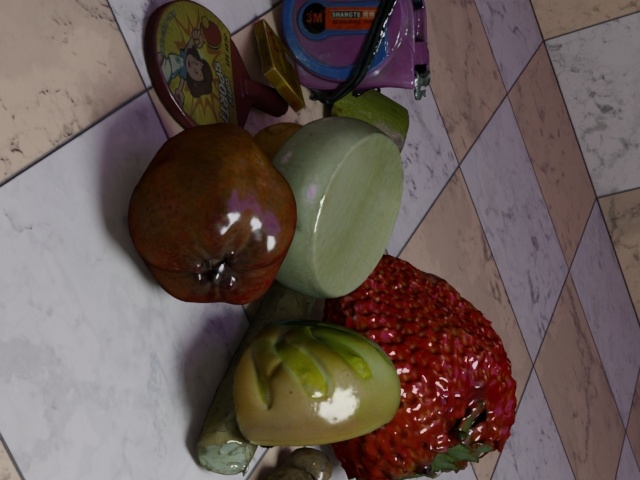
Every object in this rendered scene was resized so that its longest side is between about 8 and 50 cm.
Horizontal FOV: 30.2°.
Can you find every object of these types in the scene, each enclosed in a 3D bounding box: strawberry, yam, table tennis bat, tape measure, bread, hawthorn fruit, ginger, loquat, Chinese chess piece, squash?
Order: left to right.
[{"bbox_3d":[-0.135,-0.044,1.458,0.208,0.208,0.248,52,17,-39],"label":"hawthorn fruit"},{"bbox_3d":[-0.146,-0.229,1.680,0.310,0.038,0.200,14,66,-56],"label":"table tennis bat"},{"bbox_3d":[-0.077,0.158,1.579,0.083,0.083,0.371,61,29,-27],"label":"yam"},{"bbox_3d":[-0.041,0.336,1.552,0.104,0.080,0.204,50,28,5],"label":"ginger"},{"bbox_3d":[-0.043,-0.104,1.716,0.137,0.137,0.113,61,38,-27],"label":"loquat"},{"bbox_3d":[0.015,-0.045,1.615,0.250,0.101,0.250,-37,137,-44],"label":"Chinese chess piece"},{"bbox_3d":[0.014,0.175,1.489,0.261,0.156,0.158,-5,90,-67],"label":"bread"},{"bbox_3d":[0.057,-0.342,1.912,0.149,0.232,0.245,-26,117,-65],"label":"tape measure"},{"bbox_3d":[0.095,-0.184,2.026,0.184,0.085,0.191,39,57,-47],"label":"squash"},{"bbox_3d":[0.125,0.183,1.764,0.312,0.267,0.351,-9,67,-34],"label":"strawberry"}]

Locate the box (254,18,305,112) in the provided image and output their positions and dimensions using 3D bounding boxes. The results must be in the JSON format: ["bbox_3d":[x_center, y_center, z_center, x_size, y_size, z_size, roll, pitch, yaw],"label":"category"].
[{"bbox_3d":[-0.063,-0.268,1.809,0.089,0.022,0.156,50,17,-38],"label":"box"}]

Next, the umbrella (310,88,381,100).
[{"bbox_3d":[0.055,-0.253,2.070,0.044,0.044,0.269,49,28,8],"label":"umbrella"}]
